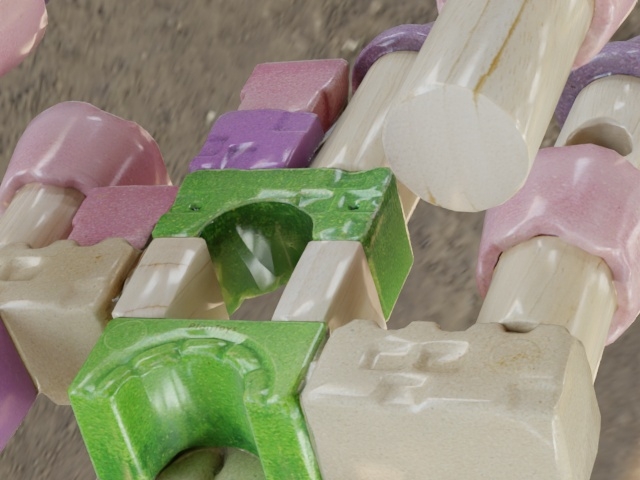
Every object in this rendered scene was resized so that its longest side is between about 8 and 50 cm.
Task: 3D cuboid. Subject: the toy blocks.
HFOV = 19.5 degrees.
[{"bbox_3d":[0.000,0.000,0.698,0.288,0.309,0.260,-1,36,22],"label":"toy blocks"}]
